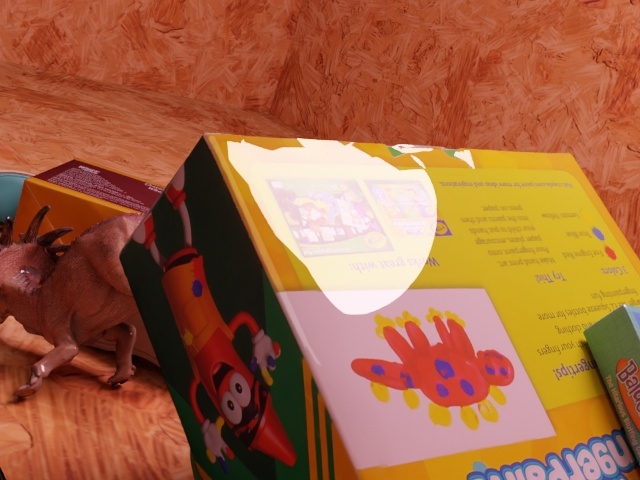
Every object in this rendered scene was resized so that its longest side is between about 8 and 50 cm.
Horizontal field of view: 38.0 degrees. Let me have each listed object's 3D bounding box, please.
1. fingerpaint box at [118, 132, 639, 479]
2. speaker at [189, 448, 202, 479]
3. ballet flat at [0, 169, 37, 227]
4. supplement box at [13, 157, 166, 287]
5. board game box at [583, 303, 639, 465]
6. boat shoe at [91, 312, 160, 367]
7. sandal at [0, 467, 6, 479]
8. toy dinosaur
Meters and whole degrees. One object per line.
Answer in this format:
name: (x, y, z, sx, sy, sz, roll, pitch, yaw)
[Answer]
fingerpaint box: (0.115, 0.114, 0.743, 0.444, 0.163, 0.371, -3, 58, -42)
speaker: (0.022, 0.176, 0.861, 0.131, 0.131, 0.296, 28, 16, 35)
ballet flat: (-0.473, -0.059, 1.292, 0.248, 0.086, 0.086, 7, 17, -35)
supplement box: (-0.275, -0.007, 1.214, 0.191, 0.129, 0.194, 18, 14, 0)
board game box: (0.316, 0.139, 0.726, 0.210, 0.047, 0.160, 10, 50, -35)
boat shoe: (-0.167, 0.099, 1.024, 0.254, 0.095, 0.079, 12, 23, 16)
sandal: (-0.218, 0.201, 0.560, 0.086, 0.120, 0.303, -20, 28, -22)
toy dinosaur: (-0.227, 0.033, 0.933, 0.200, 0.295, 0.127, 66, 5, 19)
